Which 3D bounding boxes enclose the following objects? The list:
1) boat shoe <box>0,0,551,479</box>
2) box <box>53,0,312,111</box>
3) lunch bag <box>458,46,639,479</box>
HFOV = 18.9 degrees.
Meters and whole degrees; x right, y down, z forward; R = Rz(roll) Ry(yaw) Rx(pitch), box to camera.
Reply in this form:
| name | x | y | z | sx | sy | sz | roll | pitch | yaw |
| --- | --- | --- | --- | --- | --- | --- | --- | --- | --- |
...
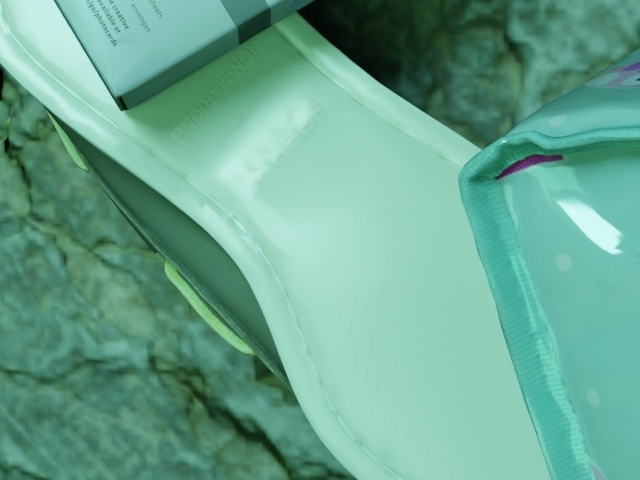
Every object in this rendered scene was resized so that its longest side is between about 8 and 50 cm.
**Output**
| name | x | y | z | sx | sy | sz | roll | pitch | yaw |
| --- | --- | --- | --- | --- | --- | --- | --- | --- | --- |
| boat shoe | 0.003 | -0.003 | 0.678 | 0.109 | 0.091 | 0.305 | -44 | 85 | -4 |
| box | -0.023 | -0.151 | 0.626 | 0.186 | 0.038 | 0.145 | -31 | 88 | -4 |
| lunch bag | 0.168 | 0.060 | 0.553 | 0.160 | 0.223 | 0.262 | -12 | 102 | 31 |
